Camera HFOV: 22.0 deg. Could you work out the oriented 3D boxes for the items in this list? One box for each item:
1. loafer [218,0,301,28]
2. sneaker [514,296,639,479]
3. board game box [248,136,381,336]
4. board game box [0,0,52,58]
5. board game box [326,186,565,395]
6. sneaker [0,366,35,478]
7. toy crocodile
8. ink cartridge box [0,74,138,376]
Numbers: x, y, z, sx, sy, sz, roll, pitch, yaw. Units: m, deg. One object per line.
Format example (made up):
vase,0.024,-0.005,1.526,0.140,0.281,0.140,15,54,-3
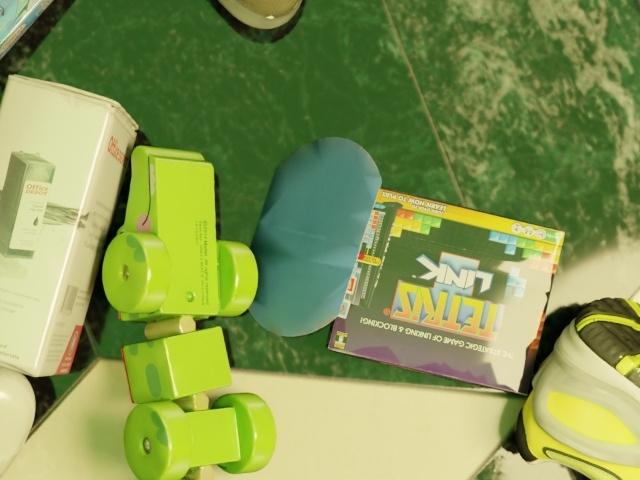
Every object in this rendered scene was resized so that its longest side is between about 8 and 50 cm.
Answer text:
loafer,-0.100,-0.287,1.352,0.251,0.087,0.094,41,56,-4
sneaker,0.331,0.204,1.333,0.385,0.145,0.147,38,118,-1
board game box,0.000,0.000,1.349,0.033,0.133,0.168,22,84,-40
board game box,-0.289,-0.248,1.373,0.160,0.039,0.211,39,79,2
board game box,0.103,0.042,1.365,0.170,0.048,0.141,13,85,0
sneaker,-0.325,0.227,1.300,0.290,0.123,0.106,-46,123,3
toy crocodile,-0.118,0.092,1.338,0.115,0.105,0.340,-2,84,-42
ink cartridge box,-0.222,-0.009,1.309,0.092,0.158,0.217,17,86,1
